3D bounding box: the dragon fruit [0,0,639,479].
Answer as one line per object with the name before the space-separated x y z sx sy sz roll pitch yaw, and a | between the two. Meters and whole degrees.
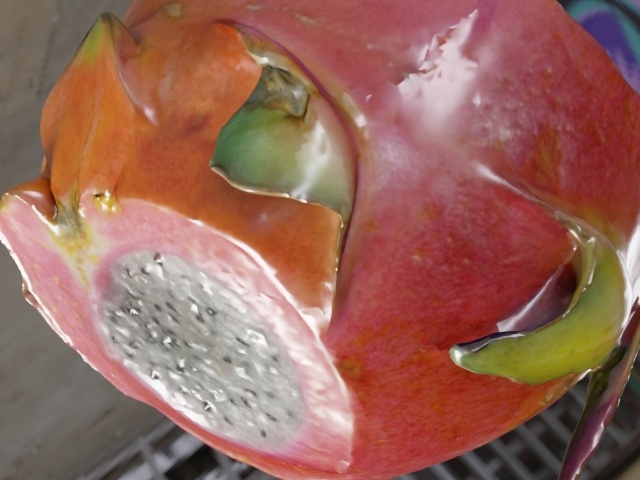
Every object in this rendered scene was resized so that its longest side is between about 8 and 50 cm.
dragon fruit | 0.000 0.000 0.644 0.189 0.290 0.291 -59 174 -28
